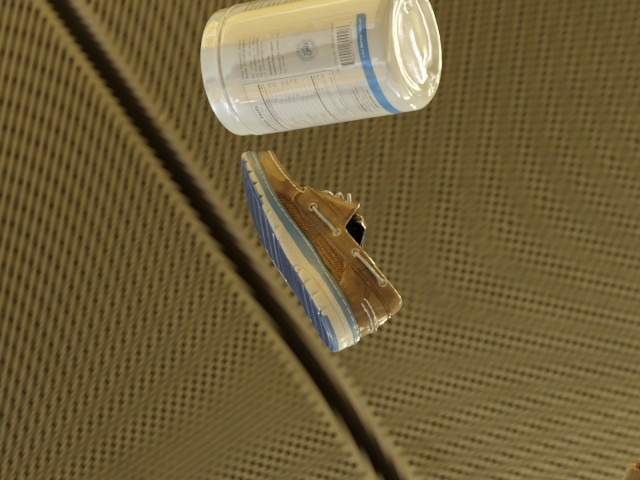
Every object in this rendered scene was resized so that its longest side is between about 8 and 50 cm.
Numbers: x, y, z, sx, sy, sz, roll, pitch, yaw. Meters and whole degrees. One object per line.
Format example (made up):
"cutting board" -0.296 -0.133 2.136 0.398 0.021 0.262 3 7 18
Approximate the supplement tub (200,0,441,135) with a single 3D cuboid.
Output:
"supplement tub" 0.001 -0.094 0.988 0.107 0.071 0.071 -7 -105 28

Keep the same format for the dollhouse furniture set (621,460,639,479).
"dollhouse furniture set" 0.139 0.195 1.193 0.183 0.129 0.129 24 -76 5

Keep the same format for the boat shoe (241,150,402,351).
"boat shoe" 0.000 0.000 1.380 0.066 0.066 0.183 -22 -124 -11
